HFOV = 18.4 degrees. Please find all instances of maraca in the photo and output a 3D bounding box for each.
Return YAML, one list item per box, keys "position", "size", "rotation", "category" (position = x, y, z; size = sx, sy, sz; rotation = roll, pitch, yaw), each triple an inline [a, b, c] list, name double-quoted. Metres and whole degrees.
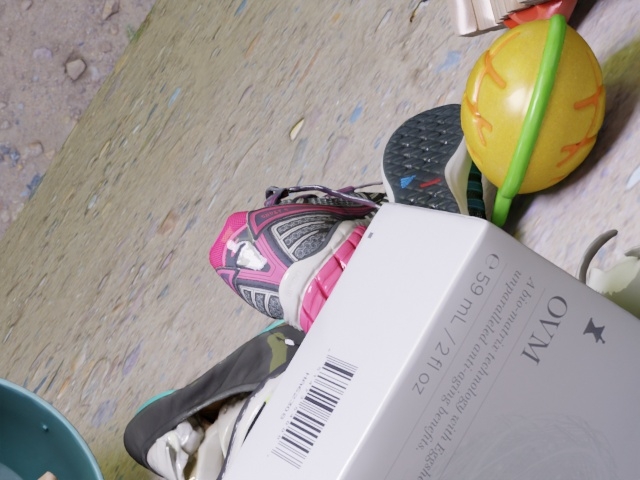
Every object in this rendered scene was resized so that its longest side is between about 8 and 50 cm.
- position: [0.148, -0.085, 1.408]
  size: [0.185, 0.099, 0.127]
  rotation: [101, -171, -62]
  category: "maraca"

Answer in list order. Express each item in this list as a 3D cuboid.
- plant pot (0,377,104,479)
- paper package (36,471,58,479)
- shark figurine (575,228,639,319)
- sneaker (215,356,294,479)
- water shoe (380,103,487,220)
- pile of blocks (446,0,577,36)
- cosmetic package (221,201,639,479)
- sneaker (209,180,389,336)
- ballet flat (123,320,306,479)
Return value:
- position: [-0.342, 0.276, 1.836]
  size: [0.293, 0.293, 0.235]
  rotation: [-62, 3, -12]
  category: "plant pot"
- position: [-0.277, 0.389, 1.512]
  size: [0.325, 0.168, 0.309]
  rotation: [-35, 25, 14]
  category: "paper package"
- position: [0.211, 0.036, 1.034]
  size: [0.278, 0.116, 0.166]
  rotation: [-28, 0, 44]
  category: "shark figurine"
- position: [-0.030, 0.200, 1.476]
  size: [0.097, 0.084, 0.234]
  rotation: [18, 76, 47]
  category: "sneaker"
- position: [0.088, -0.021, 1.462]
  size: [0.073, 0.080, 0.203]
  rotation: [-15, 35, 17]
  category: "water shoe"
- position: [0.197, -0.217, 1.521]
  size: [0.362, 0.149, 0.112]
  rotation: [164, 92, -78]
  category: "pile of blocks"
- position: [0.088, 0.135, 0.976]
  size: [0.224, 0.225, 0.138]
  rotation: [-60, 20, -5]
  category: "cosmetic package"
- position: [0.000, 0.000, 1.540]
  size: [0.121, 0.112, 0.299]
  rotation: [-63, -6, 7]
  category: "sneaker"
- position: [-0.086, 0.156, 1.642]
  size: [0.280, 0.095, 0.096]
  rotation: [-40, 37, 45]
  category: "ballet flat"
